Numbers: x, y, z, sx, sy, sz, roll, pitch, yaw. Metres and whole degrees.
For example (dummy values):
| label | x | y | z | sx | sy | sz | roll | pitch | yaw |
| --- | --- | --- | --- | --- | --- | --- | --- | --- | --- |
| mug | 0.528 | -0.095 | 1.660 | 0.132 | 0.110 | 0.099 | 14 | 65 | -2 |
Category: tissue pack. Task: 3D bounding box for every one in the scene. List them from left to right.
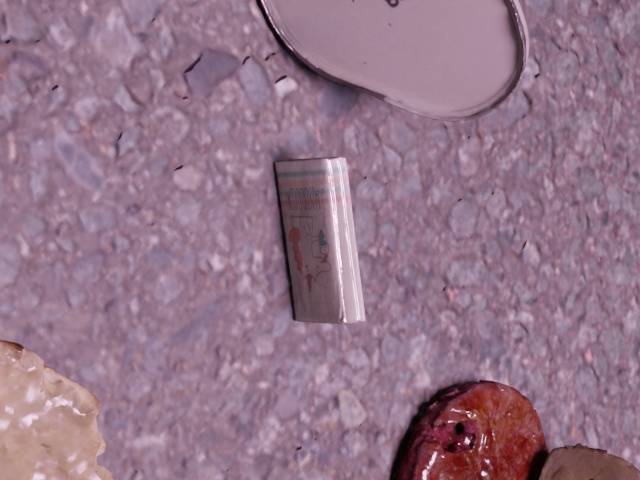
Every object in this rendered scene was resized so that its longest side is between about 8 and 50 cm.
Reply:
| label | x | y | z | sx | sy | sz | roll | pitch | yaw |
| --- | --- | --- | --- | --- | --- | --- | --- | --- | --- |
| tissue pack | 0.000 | 0.000 | 1.139 | 0.023 | 0.056 | 0.108 | -11 | 98 | -38 |

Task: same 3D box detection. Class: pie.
| label | x | y | z | sx | sy | sz | roll | pitch | yaw |
| --- | --- | --- | --- | --- | --- | --- | --- | --- | --- |
| pie | 0.112 | 0.174 | 1.251 | 0.153 | 0.038 | 0.154 | -3 | 95 | -42 |

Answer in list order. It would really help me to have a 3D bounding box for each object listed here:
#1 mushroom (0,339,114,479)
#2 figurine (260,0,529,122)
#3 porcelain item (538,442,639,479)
| label | x | y | z | sx | sy | sz | roll | pitch | yaw |
| --- | --- | --- | --- | --- | --- | --- | --- | --- | --- |
| mushroom | -0.129 | 0.158 | 0.891 | 0.208 | 0.301 | 0.233 | -72 | 153 | -58 |
| figurine | 0.051 | -0.207 | 1.147 | 0.250 | 0.166 | 0.141 | 54 | 37 | -14 |
| porcelain item | 0.233 | 0.217 | 1.306 | 0.215 | 0.081 | 0.069 | 41 | 63 | -53 |
